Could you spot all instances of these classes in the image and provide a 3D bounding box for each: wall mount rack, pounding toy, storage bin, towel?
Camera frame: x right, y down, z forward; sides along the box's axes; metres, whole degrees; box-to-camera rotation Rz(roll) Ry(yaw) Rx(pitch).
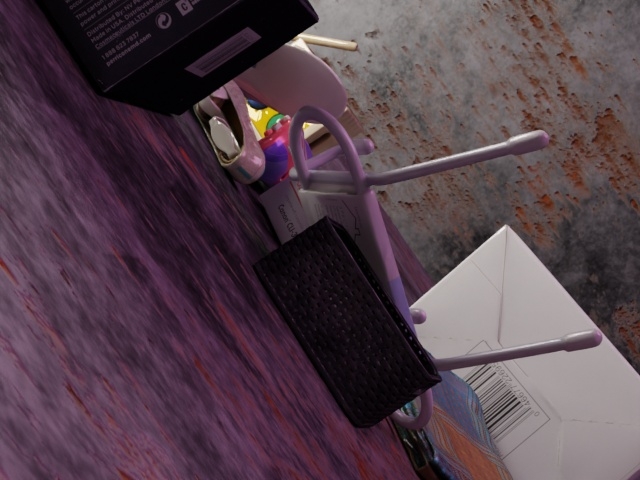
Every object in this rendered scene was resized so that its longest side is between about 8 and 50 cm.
[{"bbox_3d":[0.108,0.013,1.723,0.304,0.130,0.350,6,-62,56],"label":"wall mount rack"},{"bbox_3d":[-0.034,-0.218,2.306,0.206,0.181,0.094,58,6,22],"label":"pounding toy"},{"bbox_3d":[0.027,0.077,1.630,0.180,0.084,0.122,58,5,11],"label":"storage bin"},{"bbox_3d":[0.146,0.214,1.970,0.271,0.040,0.370,45,11,-30],"label":"towel"}]

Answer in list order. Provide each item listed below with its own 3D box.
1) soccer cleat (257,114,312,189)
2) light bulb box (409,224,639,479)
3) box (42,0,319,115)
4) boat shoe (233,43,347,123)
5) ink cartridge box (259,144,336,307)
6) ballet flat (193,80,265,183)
[{"bbox_3d":[-0.042,-0.086,2.030,0.095,0.083,0.248,61,3,0],"label":"soccer cleat"},{"bbox_3d":[0.305,0.212,2.351,0.358,0.225,0.361,51,3,19],"label":"light bulb box"},{"bbox_3d":[-0.171,-0.295,1.566,0.313,0.179,0.343,57,5,3],"label":"box"},{"bbox_3d":[-0.076,-0.204,2.049,0.227,0.079,0.081,24,2,-11],"label":"boat shoe"},{"bbox_3d":[0.000,0.000,1.932,0.198,0.067,0.115,54,5,-39],"label":"ink cartridge box"},{"bbox_3d":[-0.103,-0.130,1.866,0.052,0.057,0.168,35,20,-49],"label":"ballet flat"}]
